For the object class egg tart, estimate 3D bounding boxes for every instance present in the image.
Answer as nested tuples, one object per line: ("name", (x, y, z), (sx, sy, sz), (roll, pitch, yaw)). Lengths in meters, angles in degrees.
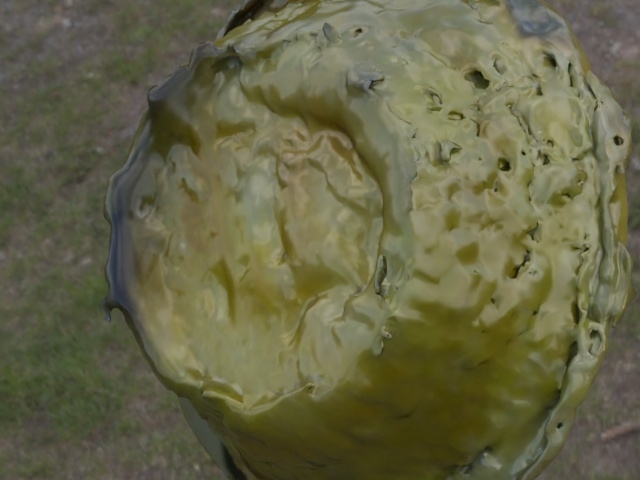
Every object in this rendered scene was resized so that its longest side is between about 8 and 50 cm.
("egg tart", (0.000, 0.000, 0.613), (0.345, 0.132, 0.345), (-2, 87, 36))
